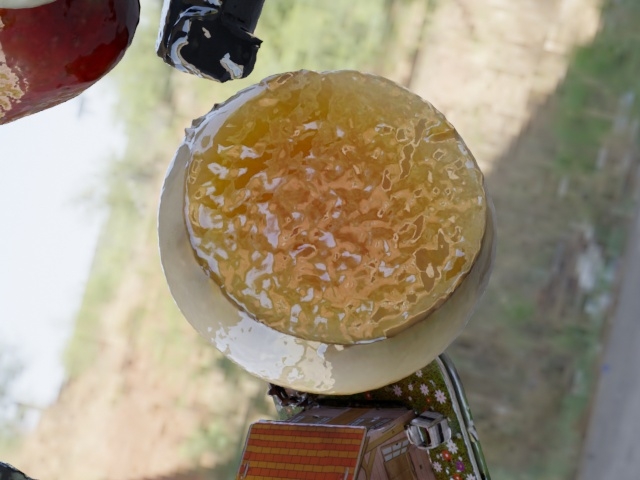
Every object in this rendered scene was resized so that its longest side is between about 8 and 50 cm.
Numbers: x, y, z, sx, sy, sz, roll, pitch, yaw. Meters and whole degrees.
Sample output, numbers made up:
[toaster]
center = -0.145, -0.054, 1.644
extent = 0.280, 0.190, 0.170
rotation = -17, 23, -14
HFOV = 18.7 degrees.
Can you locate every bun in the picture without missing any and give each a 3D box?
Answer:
[bun]
center = 0.000, 0.000, 1.708
extent = 0.165, 0.299, 0.299
rotation = 106, 178, -61

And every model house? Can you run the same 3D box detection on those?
[model house]
center = 0.009, 0.216, 1.993
extent = 0.154, 0.294, 0.207
rotation = -28, -75, -37

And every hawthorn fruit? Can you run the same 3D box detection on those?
[hawthorn fruit]
center = -0.243, -0.207, 1.576
extent = 0.250, 0.215, 0.215
rotation = -28, 38, 44

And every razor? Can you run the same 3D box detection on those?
[razor]
center = -0.068, -0.315, 1.862
extent = 0.189, 0.107, 0.327
rotation = -105, 36, -66

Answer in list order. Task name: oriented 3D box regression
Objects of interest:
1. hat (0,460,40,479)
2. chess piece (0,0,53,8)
[hat]
center = -0.175, 0.241, 0.969
extent = 0.128, 0.265, 0.265
rotation = -48, -21, -49
[chess piece]
center = -0.166, -0.300, 1.146
extent = 0.167, 0.167, 0.299
rotation = -77, 13, -52
